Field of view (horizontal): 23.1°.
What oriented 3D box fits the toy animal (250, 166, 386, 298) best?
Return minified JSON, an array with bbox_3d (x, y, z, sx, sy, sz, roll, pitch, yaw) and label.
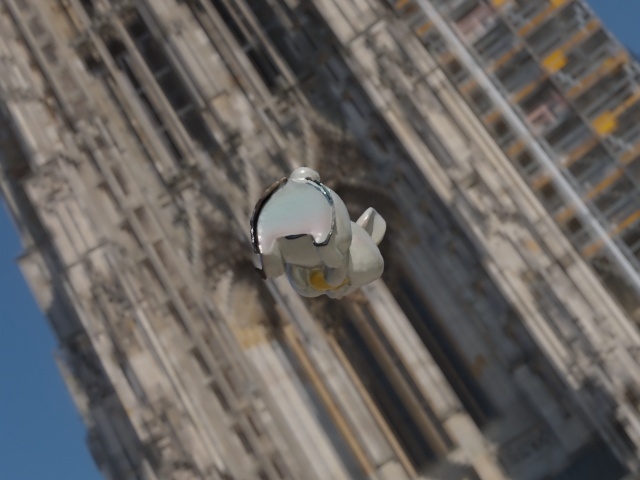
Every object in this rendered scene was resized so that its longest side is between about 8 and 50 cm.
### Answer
[{"bbox_3d":[0.001,0.005,1.080,0.071,0.085,0.124,-26,-34,13],"label":"toy animal"}]
